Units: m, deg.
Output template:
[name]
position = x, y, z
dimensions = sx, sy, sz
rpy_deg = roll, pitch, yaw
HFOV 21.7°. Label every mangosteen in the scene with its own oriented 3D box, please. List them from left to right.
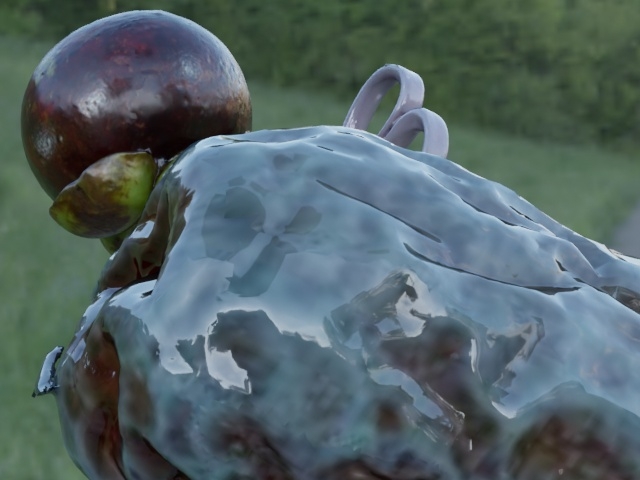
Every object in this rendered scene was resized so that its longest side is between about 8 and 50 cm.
[mangosteen]
position = -0.109, -0.049, 1.049
dimensions = 0.156, 0.181, 0.146
rpy_deg = -19, -3, -22

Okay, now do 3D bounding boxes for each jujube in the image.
[jujube]
position = 0.041, 0.077, 0.746
dimensions = 0.317, 0.226, 0.226
rpy_deg = 23, 2, -14

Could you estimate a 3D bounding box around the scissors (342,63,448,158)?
[scissors]
position = 0.000, 0.000, 1.079
dimensions = 0.030, 0.242, 0.118
rpy_deg = 21, 28, -27
